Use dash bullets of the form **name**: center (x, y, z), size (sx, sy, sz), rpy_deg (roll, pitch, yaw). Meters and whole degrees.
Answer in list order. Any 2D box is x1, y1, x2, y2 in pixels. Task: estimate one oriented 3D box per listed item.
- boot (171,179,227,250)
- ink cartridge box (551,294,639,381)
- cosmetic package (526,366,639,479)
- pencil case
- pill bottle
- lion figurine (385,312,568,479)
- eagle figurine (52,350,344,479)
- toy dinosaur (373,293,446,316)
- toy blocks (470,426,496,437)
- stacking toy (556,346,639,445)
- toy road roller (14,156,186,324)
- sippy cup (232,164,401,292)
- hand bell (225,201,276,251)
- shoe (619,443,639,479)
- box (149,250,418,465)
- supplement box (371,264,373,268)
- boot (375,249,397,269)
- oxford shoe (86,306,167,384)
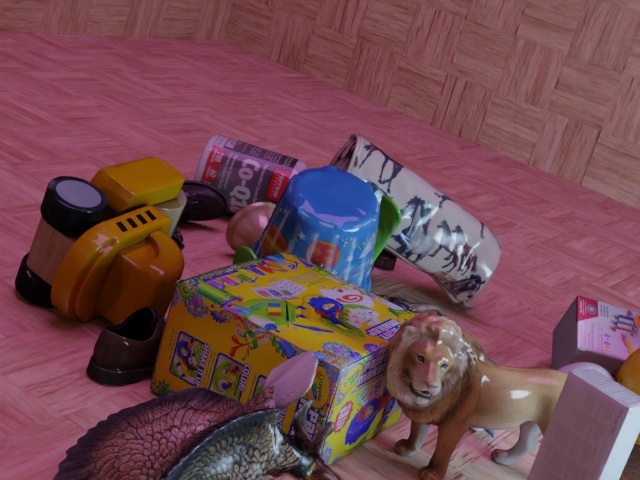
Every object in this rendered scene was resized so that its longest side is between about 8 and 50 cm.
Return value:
- **boot**: center (-0.296, -0.037, 2.092), size (0.263, 0.091, 0.229), rpy_deg (6, 26, -19)
- **ink cartridge box**: center (0.524, 0.204, 1.939), size (0.176, 0.127, 0.128), rpy_deg (16, 47, -4)
- **cosmetic package**: center (0.338, 0.295, 1.398), size (0.060, 0.239, 0.099), rpy_deg (0, 25, -42)
- **pencil case**: center (0.176, -0.029, 2.124), size (0.410, 0.183, 0.160), rpy_deg (34, -7, -18)
- **pill bottle**: center (-0.121, -0.116, 2.320), size (0.283, 0.161, 0.161), rpy_deg (17, 18, 4)
- **lion figurine**: center (0.252, 0.228, 1.517), size (0.392, 0.240, 0.142), rpy_deg (8, 20, -26)
- **eagle figurine**: center (-0.124, 0.251, 1.222), size (0.298, 0.226, 0.225), rpy_deg (11, 39, -32)
- **toy dinosaur**: center (0.159, 0.137, 1.997), size (0.268, 0.064, 0.118), rpy_deg (9, 13, -31)
- **toy blocks**: center (0.278, 0.269, 1.716), size (0.123, 0.054, 0.148), rpy_deg (8, 20, -22)
- **stacking toy**: center (0.606, 0.269, 1.752), size (0.480, 0.350, 0.350), rpy_deg (-1, 17, 8)
- **toy road roller**: center (-0.304, 0.025, 1.717), size (0.240, 0.202, 0.329), rpy_deg (35, 28, 16)
- **sippy cup**: center (0.000, 0.000, 1.877), size (0.240, 0.224, 0.305), rpy_deg (22, 42, 3)
- **hand bell**: center (-0.078, 0.044, 2.024), size (0.126, 0.126, 0.242), rpy_deg (4, 33, -33)
- **shoe**: center (0.475, 0.369, 1.608), size (0.076, 0.058, 0.219), rpy_deg (-4, 15, 0)
- **box**: center (-0.037, 0.165, 1.551), size (0.279, 0.177, 0.290), rpy_deg (25, 20, 25)
- **supplement box**: center (0.023, 0.014, 2.193), size (0.188, 0.081, 0.104), rpy_deg (19, 19, 5)
- **boot**: center (0.091, -0.029, 2.336), size (0.219, 0.106, 0.082), rpy_deg (29, 22, 32)
- **oxford shoe**: center (-0.238, 0.143, 1.574), size (0.083, 0.096, 0.227), rpy_deg (24, 18, 27)
